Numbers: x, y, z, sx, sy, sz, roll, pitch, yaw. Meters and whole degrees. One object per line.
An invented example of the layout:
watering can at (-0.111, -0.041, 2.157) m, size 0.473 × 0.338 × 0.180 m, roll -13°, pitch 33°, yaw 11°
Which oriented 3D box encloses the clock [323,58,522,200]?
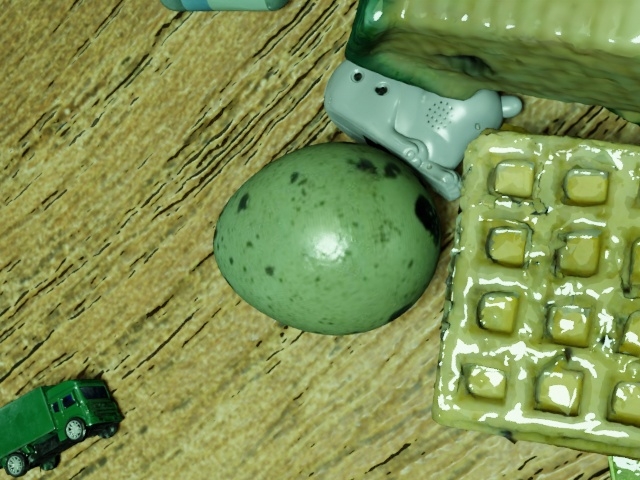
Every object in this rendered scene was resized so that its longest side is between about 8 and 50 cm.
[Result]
clock at (0.090, -0.131, 0.857) m, size 0.176 × 0.080 × 0.117 m, roll 35°, pitch 85°, yaw 22°

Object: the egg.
egg at (0.000, 0.000, 0.832) m, size 0.228 × 0.177 × 0.177 m, roll -6°, pitch 85°, yaw 30°

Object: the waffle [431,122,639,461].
waffle at (0.290, 0.047, 0.715) m, size 0.376 × 0.114 × 0.261 m, roll 6°, pitch 86°, yaw 19°

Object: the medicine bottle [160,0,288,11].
medicine bottle at (-0.070, -0.283, 0.937) m, size 0.208 × 0.054 × 0.090 m, roll 4°, pitch 88°, yaw 20°

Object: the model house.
model house at (0.182, -0.303, 0.717) m, size 0.343 × 0.334 × 0.382 m, roll 15°, pitch 89°, yaw 30°

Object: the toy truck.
toy truck at (-0.292, 0.202, 0.983) m, size 0.147 × 0.065 × 0.079 m, roll -28°, pitch 75°, yaw 18°

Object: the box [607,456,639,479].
box at (0.322, 0.093, 0.780) m, size 0.173 × 0.043 × 0.311 m, roll -9°, pitch 84°, yaw 18°
